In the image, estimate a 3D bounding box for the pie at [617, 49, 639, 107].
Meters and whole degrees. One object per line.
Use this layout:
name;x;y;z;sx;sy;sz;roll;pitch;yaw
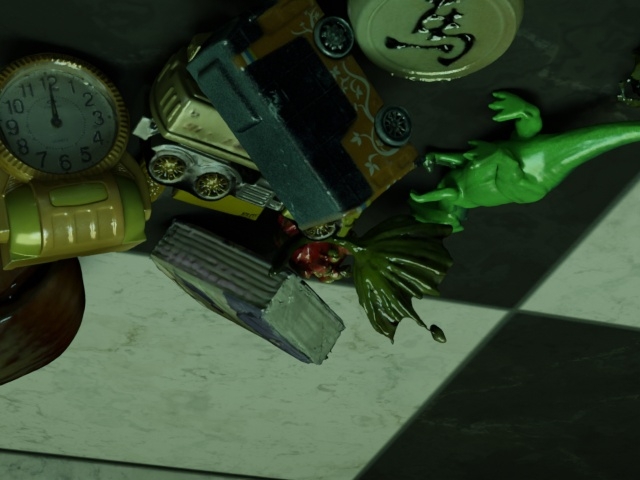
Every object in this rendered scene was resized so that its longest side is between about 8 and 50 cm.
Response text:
pie;0.652;-0.222;1.646;0.296;0.078;0.371;-20;142;29

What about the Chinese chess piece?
Chinese chess piece;0.161;-0.331;1.466;0.250;0.101;0.250;1;150;1

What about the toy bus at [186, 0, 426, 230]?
toy bus;-0.024;-0.188;1.480;0.323;0.194;0.162;54;154;-11

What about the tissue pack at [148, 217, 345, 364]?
tissue pack;-0.145;0.096;2.019;0.343;0.125;0.242;25;166;39

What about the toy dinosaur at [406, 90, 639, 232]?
toy dinosaur;0.392;-0.090;1.797;0.500;0.144;0.374;7;153;10

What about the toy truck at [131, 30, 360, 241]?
toy truck;-0.091;-0.168;1.672;0.405;0.181;0.254;21;129;-25

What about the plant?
plant;0.095;0.018;1.813;0.180;0.251;0.333;-10;147;38

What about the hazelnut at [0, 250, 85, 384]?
hazelnut;-0.630;0.106;2.022;0.359;0.359;0.409;5;157;-5

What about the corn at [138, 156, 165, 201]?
corn;-0.294;-0.125;1.855;0.068;0.068;0.207;18;144;-25

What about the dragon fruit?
dragon fruit;0.000;0.000;1.947;0.166;0.172;0.160;14;147;-21

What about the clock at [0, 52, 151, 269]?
clock;-0.415;-0.127;1.633;0.244;0.317;0.200;-10;170;-28

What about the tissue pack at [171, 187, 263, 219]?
tissue pack;-0.169;-0.106;1.866;0.169;0.082;0.120;14;148;-20
